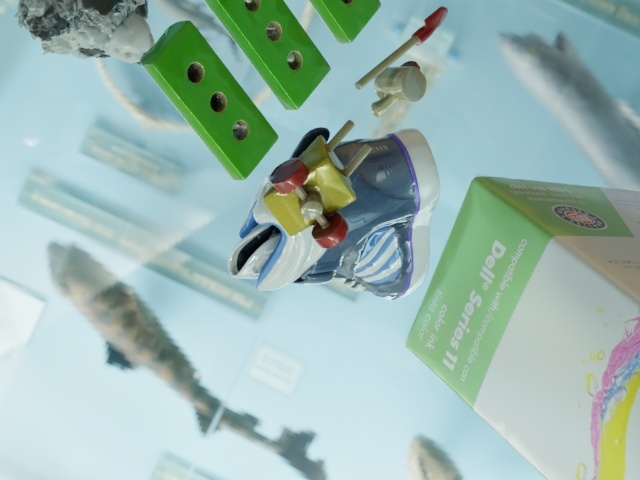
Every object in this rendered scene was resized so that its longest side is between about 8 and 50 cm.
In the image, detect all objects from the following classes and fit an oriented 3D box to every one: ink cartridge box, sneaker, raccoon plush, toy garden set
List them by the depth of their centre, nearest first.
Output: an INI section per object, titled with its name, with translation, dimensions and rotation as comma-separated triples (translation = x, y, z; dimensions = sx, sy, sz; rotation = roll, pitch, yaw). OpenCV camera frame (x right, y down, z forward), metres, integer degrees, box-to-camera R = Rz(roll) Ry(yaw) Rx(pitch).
[ink cartridge box]
translation = 0.234, 0.104, 0.716
dimensions = 0.207, 0.119, 0.353
rotation = 3, -152, -39
[toy garden set]
translation = -0.003, -0.136, 0.993
dimensions = 0.049, 0.244, 0.204
rotation = 7, 143, 49
[sneaker]
translation = 0.000, 0.000, 1.569
dimensions = 0.322, 0.236, 0.130
rotation = 98, 149, -63
[raccoon plush]
translation = -0.331, -0.423, 1.739
dimensions = 0.216, 0.446, 0.299
rotation = -21, -172, -12
